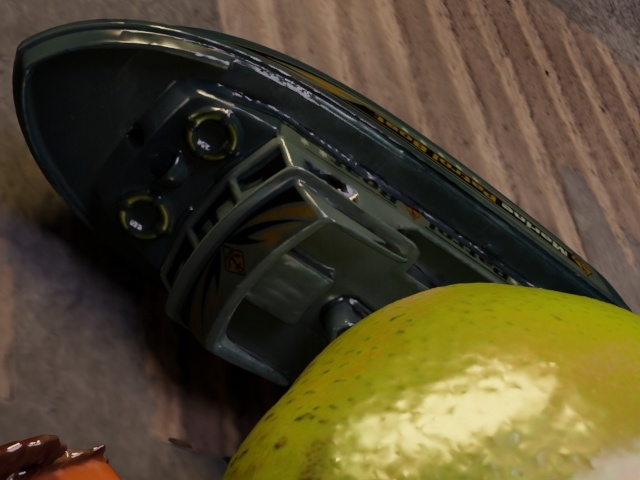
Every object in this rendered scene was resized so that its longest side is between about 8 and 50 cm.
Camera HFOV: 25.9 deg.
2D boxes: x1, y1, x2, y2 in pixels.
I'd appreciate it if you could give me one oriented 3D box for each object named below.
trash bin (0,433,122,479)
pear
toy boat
[{"bbox_3d":[-0.047,0.174,0.272,0.239,0.161,0.184,48,28,18],"label":"trash bin"},{"bbox_3d":[0.061,0.106,0.462,0.219,0.187,0.187,-4,56,-52],"label":"pear"},{"bbox_3d":[0.002,0.003,0.577,0.296,0.114,0.122,32,24,-25],"label":"toy boat"}]
